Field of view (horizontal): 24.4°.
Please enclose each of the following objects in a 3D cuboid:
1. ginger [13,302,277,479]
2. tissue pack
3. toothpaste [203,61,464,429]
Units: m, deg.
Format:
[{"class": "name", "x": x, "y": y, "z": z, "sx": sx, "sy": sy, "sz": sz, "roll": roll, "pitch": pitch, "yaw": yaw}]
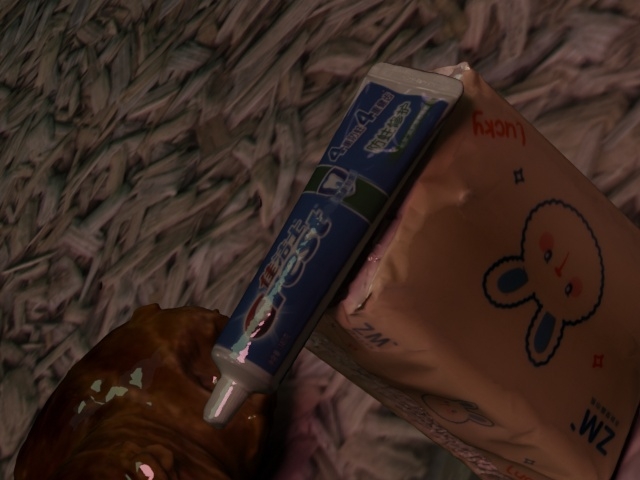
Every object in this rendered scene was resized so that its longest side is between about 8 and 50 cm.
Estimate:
[{"class": "ginger", "x": -0.149, "y": 0.215, "z": 0.946, "sx": 0.274, "sy": 0.152, "sz": 0.357, "roll": -42, "pitch": 23, "yaw": 31}, {"class": "tissue pack", "x": 0.087, "y": 0.026, "z": 0.761, "sx": 0.092, "sy": 0.196, "sz": 0.148, "roll": -2, "pitch": 56, "yaw": 51}, {"class": "toothpaste", "x": 0.000, "y": 0.000, "z": 0.679, "sx": 0.057, "sy": 0.035, "sz": 0.197, "roll": 18, "pitch": 70, "yaw": 39}]
